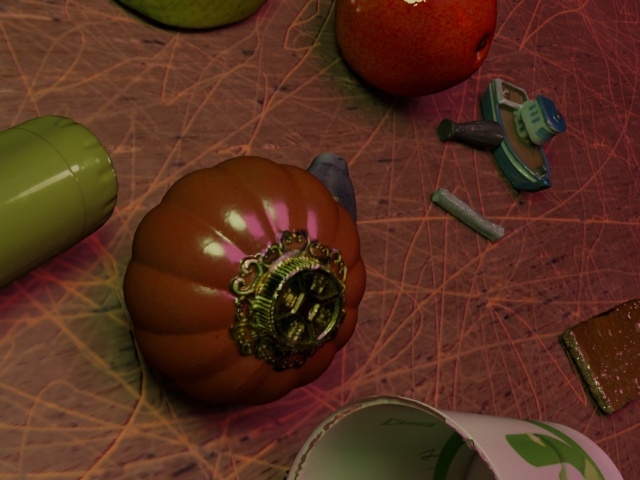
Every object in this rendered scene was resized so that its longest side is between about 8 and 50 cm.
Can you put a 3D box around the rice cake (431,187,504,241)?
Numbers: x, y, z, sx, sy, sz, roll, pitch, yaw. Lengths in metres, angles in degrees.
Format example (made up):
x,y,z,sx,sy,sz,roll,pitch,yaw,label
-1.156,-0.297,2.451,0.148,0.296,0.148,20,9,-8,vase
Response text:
x,y,z,sx,sy,sz,roll,pitch,yaw,label
0.203,-0.035,1.171,0.121,0.022,0.021,31,45,-22,rice cake

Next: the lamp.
x,y,z,sx,sy,sz,roll,pitch,yaw,label
-0.064,0.036,0.758,0.223,0.197,0.223,-9,106,-32,lamp

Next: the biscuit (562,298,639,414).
x,y,z,sx,sy,sz,roll,pitch,yaw,label
0.439,0.164,1.245,0.237,0.026,0.131,-12,73,-46,biscuit

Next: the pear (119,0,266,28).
x,y,z,sx,sy,sz,roll,pitch,yaw,label
-0.180,-0.375,0.992,0.288,0.139,0.239,42,51,-10,pear

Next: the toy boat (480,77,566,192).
x,y,z,sx,sy,sz,roll,pitch,yaw,label
0.316,-0.169,1.308,0.088,0.102,0.215,13,55,-33,toy boat

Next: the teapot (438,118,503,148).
x,y,z,sx,sy,sz,roll,pitch,yaw,label
0.219,-0.160,1.260,0.111,0.043,0.042,1,63,-39,teapot

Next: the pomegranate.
x,y,z,sx,sy,sz,roll,pitch,yaw,label
0.113,-0.311,1.152,0.221,0.220,0.257,-9,43,-45,pomegranate

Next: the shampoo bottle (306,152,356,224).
x,y,z,sx,sy,sz,roll,pitch,yaw,label
0.000,0.000,0.946,0.087,0.049,0.233,31,46,-26,shampoo bottle

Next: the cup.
x,y,z,sx,sy,sz,roll,pitch,yaw,label
0.137,0.265,0.765,0.274,0.253,0.253,10,56,-47,cup

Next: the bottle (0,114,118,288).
x,y,z,sx,sy,sz,roll,pitch,yaw,label
-0.278,-0.007,0.655,0.112,0.112,0.260,51,42,-1,bottle
